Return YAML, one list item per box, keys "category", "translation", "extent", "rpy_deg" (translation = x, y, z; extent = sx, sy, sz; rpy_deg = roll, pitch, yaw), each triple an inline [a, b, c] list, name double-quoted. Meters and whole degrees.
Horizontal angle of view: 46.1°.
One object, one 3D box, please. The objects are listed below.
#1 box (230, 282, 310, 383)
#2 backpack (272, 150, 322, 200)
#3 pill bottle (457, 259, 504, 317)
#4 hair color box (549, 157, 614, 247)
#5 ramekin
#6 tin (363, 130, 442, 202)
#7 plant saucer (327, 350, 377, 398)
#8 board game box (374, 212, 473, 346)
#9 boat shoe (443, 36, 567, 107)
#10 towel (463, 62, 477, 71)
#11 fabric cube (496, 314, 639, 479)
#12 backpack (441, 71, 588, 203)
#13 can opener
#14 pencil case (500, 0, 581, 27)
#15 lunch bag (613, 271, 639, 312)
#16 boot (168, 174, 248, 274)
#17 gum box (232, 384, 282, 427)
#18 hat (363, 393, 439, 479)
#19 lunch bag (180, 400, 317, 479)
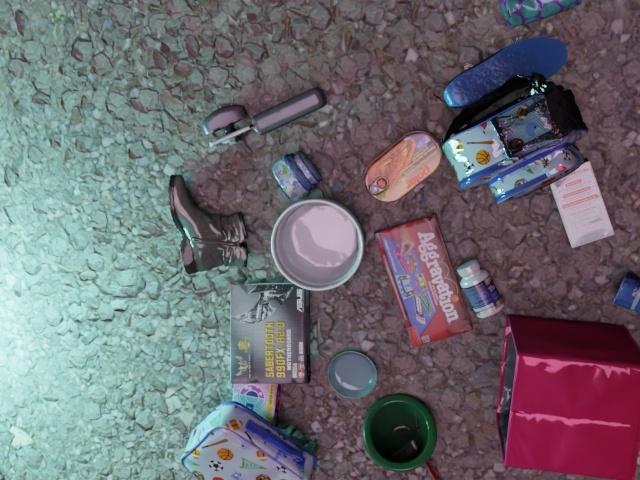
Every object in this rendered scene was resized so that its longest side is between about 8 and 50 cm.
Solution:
- category: "box"
  translation: [-0.116, 0.215, 1.746]
  extent: [0.182, 0.056, 0.231]
  rpy_deg: [-1, 83, 9]
- category: "backpack"
  translation: [-0.053, -0.145, 1.657]
  extent: [0.084, 0.114, 0.105]
  rpy_deg: [-35, 94, 16]
- category: "pill bottle"
  translation: [0.352, 0.105, 1.666]
  extent: [0.067, 0.067, 0.120]
  rpy_deg: [-27, 97, 15]
- category: "hair color box"
  translation: [0.549, -0.080, 1.595]
  extent: [0.093, 0.053, 0.167]
  rpy_deg: [-19, 100, 15]
- category: "ramekin"
  translation: [0.000, 0.000, 1.685]
  extent: [0.207, 0.109, 0.207]
  rpy_deg: [2, 103, 10]
- category: "tin"
  translation: [0.182, -0.162, 1.652]
  extent: [0.189, 0.040, 0.106]
  rpy_deg: [-38, 90, 16]
- category: "plant saucer"
  translation: [0.077, 0.317, 1.789]
  extent: [0.119, 0.021, 0.120]
  rpy_deg: [2, 103, 11]
- category: "board game box"
  translation: [0.235, 0.092, 1.706]
  extent: [0.145, 0.027, 0.282]
  rpy_deg: [-18, 99, 13]
- category: "boat shoe"
  translation: [0.371, -0.349, 1.544]
  extent: [0.258, 0.089, 0.109]
  rpy_deg: [-16, 92, 4]
- category: "towel"
  translation: [0.332, -0.334, 1.598]
  extent: [0.060, 0.009, 0.083]
  rpy_deg: [6, 104, 8]
- category: "fabric cube"
  translation: [0.520, 0.324, 1.591]
  extent: [0.258, 0.254, 0.259]
  rpy_deg: [5, 103, 7]
- category: "backpack"
  translation: [0.386, -0.191, 1.500]
  extent: [0.263, 0.276, 0.213]
  rpy_deg: [-17, 85, 29]
- category: "can opener"
  translation: [-0.131, -0.284, 1.661]
  extent: [0.283, 0.076, 0.095]
  rpy_deg: [-23, 99, 13]
- category: "pencil case"
  translation: [0.443, -0.483, 1.514]
  extent: [0.151, 0.065, 0.070]
  rpy_deg: [-16, 124, 13]
- category: "lunch bag"
  translation: [0.669, 0.112, 1.596]
  extent: [0.065, 0.098, 0.067]
  rpy_deg: [25, 109, 23]
- category: "boot"
  translation: [-0.255, -0.046, 1.749]
  extent: [0.161, 0.083, 0.247]
  rpy_deg: [-11, 102, 2]
- category: "gum box"
  translation: [-0.154, 0.375, 1.823]
  extent: [0.107, 0.062, 0.189]
  rpy_deg: [9, 105, 9]
- category: "hat"
  translation: [0.203, 0.497, 1.807]
  extent: [0.172, 0.184, 0.209]
  rpy_deg: [-13, 59, 6]
- category: "lunch bag"
  translation: [-0.162, 0.524, 1.791]
  extent: [0.303, 0.115, 0.243]
  rpy_deg: [36, 123, -12]
